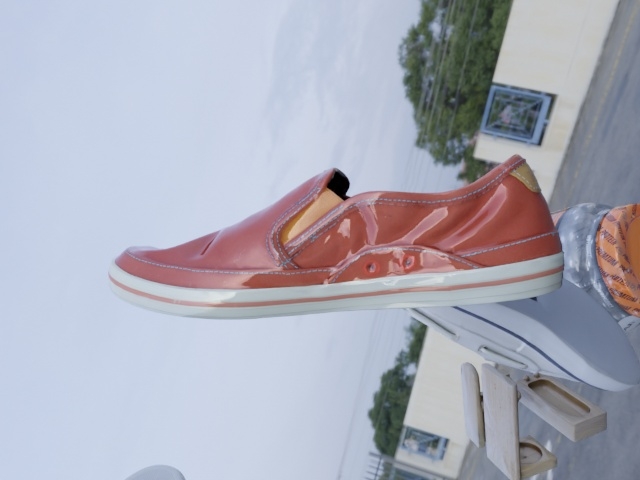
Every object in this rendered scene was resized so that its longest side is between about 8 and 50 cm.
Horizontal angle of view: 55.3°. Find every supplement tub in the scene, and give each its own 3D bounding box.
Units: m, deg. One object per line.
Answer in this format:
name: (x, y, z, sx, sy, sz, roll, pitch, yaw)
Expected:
supplement tub: (0.354, 0.058, 0.929, 0.316, 0.193, 0.194, -23, 42, 57)

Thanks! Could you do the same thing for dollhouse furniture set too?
dollhouse furniture set: (0.253, 0.177, 0.736, 0.144, 0.151, 0.123, -145, 44, -66)

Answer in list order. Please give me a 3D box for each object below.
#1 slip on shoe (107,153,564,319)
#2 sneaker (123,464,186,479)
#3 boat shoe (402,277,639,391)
slip on shoe: (0.000, 0.000, 0.447, 0.123, 0.331, 0.101, -16, -81, -75)
sneaker: (-0.167, 0.307, 0.501, 0.217, 0.079, 0.121, -65, -24, -46)
boat shoe: (0.183, 0.081, 0.589, 0.088, 0.267, 0.096, -49, 23, 45)
